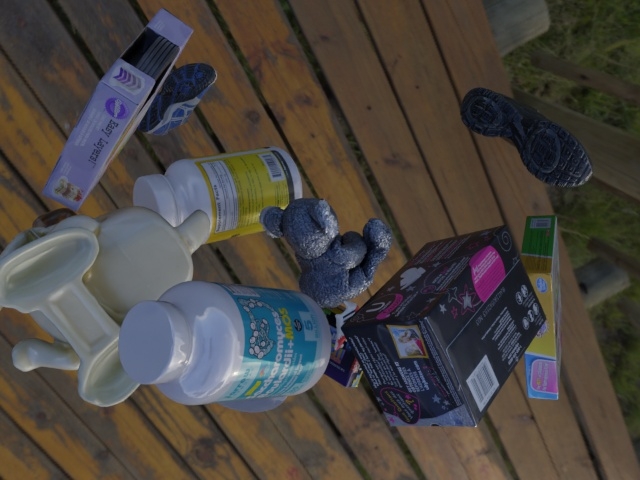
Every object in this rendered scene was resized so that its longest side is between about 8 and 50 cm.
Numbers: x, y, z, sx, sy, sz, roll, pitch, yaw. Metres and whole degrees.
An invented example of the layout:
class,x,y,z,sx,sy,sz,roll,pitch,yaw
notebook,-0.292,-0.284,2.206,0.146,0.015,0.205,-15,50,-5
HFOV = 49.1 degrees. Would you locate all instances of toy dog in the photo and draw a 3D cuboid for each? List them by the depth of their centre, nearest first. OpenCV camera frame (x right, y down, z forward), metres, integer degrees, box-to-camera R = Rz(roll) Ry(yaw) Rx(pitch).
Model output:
class,x,y,z,sx,sy,sz,roll,pitch,yaw
toy dog,-0.421,0.051,1.247,0.284,0.408,0.395,49,66,-25

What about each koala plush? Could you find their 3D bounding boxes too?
class,x,y,z,sx,sy,sz,roll,pitch,yaw
koala plush,0.000,0.000,1.371,0.221,0.196,0.203,52,51,-42

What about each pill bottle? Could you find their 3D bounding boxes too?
class,x,y,z,sx,sy,sz,roll,pitch,yaw
pill bottle,-0.114,0.126,0.867,0.264,0.146,0.146,10,114,-53
pill bottle,-0.222,-0.094,1.527,0.334,0.188,0.187,-13,120,-33

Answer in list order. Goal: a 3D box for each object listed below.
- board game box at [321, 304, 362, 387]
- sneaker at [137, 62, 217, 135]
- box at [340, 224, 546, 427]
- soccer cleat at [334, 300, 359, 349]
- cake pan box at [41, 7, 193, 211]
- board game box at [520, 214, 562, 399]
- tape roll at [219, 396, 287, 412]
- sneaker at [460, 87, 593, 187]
class,x,y,z,sx,sy,sz,roll,pitch,yaw
board game box,0.027,0.210,1.491,0.048,0.170,0.141,15,99,-55
sneaker,-0.309,-0.308,1.534,0.211,0.080,0.081,-35,161,13
box,0.171,0.112,0.936,0.247,0.142,0.163,-38,108,-43
soccer cleat,0.036,0.137,1.140,0.036,0.029,0.083,25,79,6
cake pan box,-0.311,-0.207,1.088,0.070,0.245,0.267,31,129,-16
board game box,0.475,0.140,1.501,0.064,0.242,0.316,-1,119,22
tape roll,-0.152,0.225,1.324,0.219,0.072,0.219,9,127,11
sneaker,0.415,-0.212,1.369,0.130,0.286,0.109,-19,146,-51
